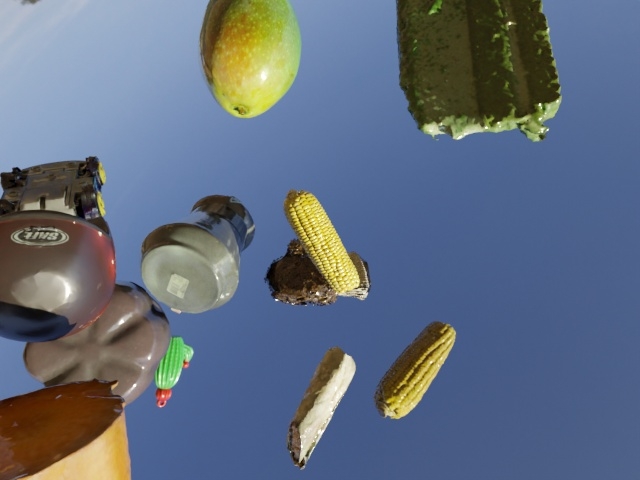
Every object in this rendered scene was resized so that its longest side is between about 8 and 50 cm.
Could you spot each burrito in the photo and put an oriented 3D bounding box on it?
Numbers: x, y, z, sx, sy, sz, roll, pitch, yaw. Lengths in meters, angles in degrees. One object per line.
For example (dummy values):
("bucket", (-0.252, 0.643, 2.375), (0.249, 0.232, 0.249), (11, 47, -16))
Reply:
("burrito", (-0.003, 0.202, 0.589), (0.041, 0.055, 0.149), (9, -119, 47))

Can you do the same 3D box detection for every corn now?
("corn", (0.000, 0.000, 0.843), (0.067, 0.206, 0.067), (-31, -177, 2))
("corn", (0.277, 0.368, 1.379), (0.121, 0.120, 0.363), (18, -136, 39))

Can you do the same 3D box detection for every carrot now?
("carrot", (-0.290, 0.311, 0.523), (0.196, 0.254, 0.196), (-7, -170, 1))

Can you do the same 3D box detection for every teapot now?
("teapot", (-0.381, 0.054, 1.530), (0.306, 0.376, 0.361), (27, -148, -3))

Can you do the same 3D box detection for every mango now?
("mango", (-0.138, -0.420, 0.965), (0.201, 0.225, 0.381), (7, -122, -7))

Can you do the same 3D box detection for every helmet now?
("helmet", (-0.381, 0.041, 0.653), (0.216, 0.190, 0.193), (-49, -131, 49))

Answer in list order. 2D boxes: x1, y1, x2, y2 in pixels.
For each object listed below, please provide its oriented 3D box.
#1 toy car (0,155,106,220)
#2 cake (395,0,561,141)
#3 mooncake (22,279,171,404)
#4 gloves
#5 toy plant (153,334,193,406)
("toy car", (-0.537, -0.060, 0.978), (0.199, 0.165, 0.314), (-12, -146, -18))
("cake", (0.105, -0.172, 0.351), (0.100, 0.099, 0.235), (-4, -136, 11))
("mooncake", (-0.403, 0.190, 0.881), (0.245, 0.245, 0.133), (-43, -177, -11))
("gloves", (-0.015, 0.099, 1.415), (0.313, 0.135, 0.210), (-8, -118, -1))
("toy plant", (-0.550, 0.448, 1.677), (0.088, 0.155, 0.240), (6, -119, 52))
